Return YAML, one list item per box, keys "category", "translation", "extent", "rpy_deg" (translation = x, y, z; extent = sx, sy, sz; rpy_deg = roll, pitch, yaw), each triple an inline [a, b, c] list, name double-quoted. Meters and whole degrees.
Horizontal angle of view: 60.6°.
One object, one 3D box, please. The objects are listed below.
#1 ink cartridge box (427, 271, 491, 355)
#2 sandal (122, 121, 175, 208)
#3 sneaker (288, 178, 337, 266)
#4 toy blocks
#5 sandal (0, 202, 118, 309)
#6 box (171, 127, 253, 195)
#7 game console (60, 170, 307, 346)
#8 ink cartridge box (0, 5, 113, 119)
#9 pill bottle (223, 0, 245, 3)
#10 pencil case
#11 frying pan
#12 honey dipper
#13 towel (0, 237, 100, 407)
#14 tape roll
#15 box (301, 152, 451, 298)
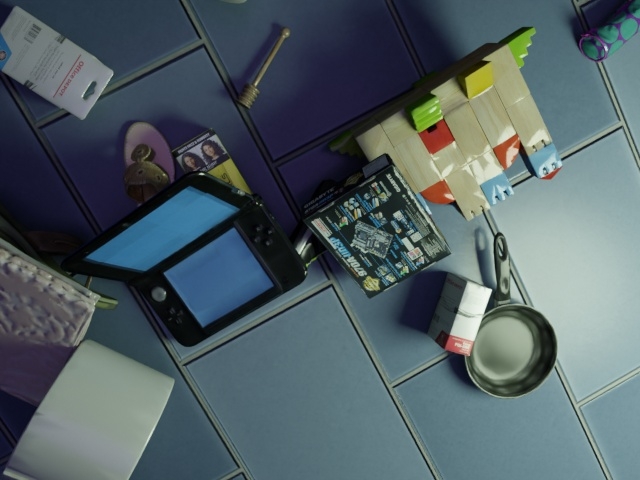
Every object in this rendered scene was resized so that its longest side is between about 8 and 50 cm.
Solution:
- category: "ink cartridge box"
  translation: [0.266, 0.139, 1.054]
  extent: [0.056, 0.099, 0.135]
  rpy_deg: [17, 95, -10]
- category: "sandal"
  translation: [-0.300, -0.089, 0.955]
  extent: [0.088, 0.079, 0.239]
  rpy_deg: [-3, 98, -8]
- category: "sneaker"
  translation: [0.000, 0.000, 1.007]
  extent: [0.097, 0.084, 0.234]
  rpy_deg: [28, 93, -12]
- category: "toy blocks"
  translation: [0.245, -0.160, 0.986]
  extent: [0.382, 0.190, 0.260]
  rpy_deg: [-31, 109, 8]
- category: "sandal"
  translation: [-0.461, 0.011, 0.933]
  extent: [0.303, 0.120, 0.086]
  rpy_deg: [46, 76, -10]
- category: "box"
  translation: [-0.167, -0.079, 0.986]
  extent: [0.087, 0.058, 0.232]
  rpy_deg: [-31, 101, -3]
- category: "game console"
  translation: [-0.212, 0.049, 0.899]
  extent: [0.293, 0.173, 0.250]
  rpy_deg: [-31, 98, 17]
- category: "ink cartridge box"
  translation: [-0.445, -0.289, 0.918]
  extent: [0.180, 0.060, 0.104]
  rpy_deg: [34, 91, -10]
- category: "pill bottle"
  translation: [-0.125, -0.582, 0.849]
  extent: [0.210, 0.210, 0.362]
  rpy_deg: [22, 93, -10]
- category: "pencil case"
  translation: [0.570, -0.412, 1.042]
  extent: [0.152, 0.064, 0.070]
  rpy_deg: [-42, 117, -1]
- category: "frying pan"
  translation: [0.347, 0.167, 1.094]
  extent: [0.197, 0.053, 0.326]
  rpy_deg: [-32, 99, -3]
- category: "honey dipper"
  translation: [-0.099, -0.311, 0.982]
  extent: [0.031, 0.030, 0.160]
  rpy_deg: [31, 88, -11]
- category: "towel"
  translation: [-0.555, 0.113, 0.896]
  extent: [0.332, 0.053, 0.317]
  rpy_deg: [33, 121, -10]
- category: "tape roll"
  translation: [-0.377, 0.309, 0.915]
  extent: [0.169, 0.246, 0.246]
  rpy_deg: [29, 93, -11]
- category: "box"
  translation: [0.100, -0.017, 0.950]
  extent: [0.175, 0.051, 0.220]
  rpy_deg: [-32, 121, 15]
